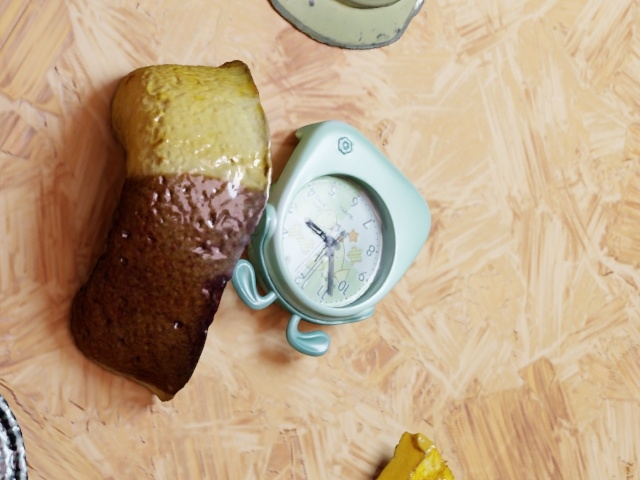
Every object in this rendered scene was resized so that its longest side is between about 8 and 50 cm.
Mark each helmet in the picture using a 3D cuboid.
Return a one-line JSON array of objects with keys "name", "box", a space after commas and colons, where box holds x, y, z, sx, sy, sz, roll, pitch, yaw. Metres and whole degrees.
[{"name": "helmet", "box": [0.064, -0.303, 1.679, 0.204, 0.137, 0.257, 11, 81, -32]}]

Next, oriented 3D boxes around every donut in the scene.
[{"name": "donut", "box": [-0.119, -0.022, 1.542, 0.112, 0.151, 0.295, 11, 81, -22]}]

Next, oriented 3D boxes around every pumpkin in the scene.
[{"name": "pumpkin", "box": [0.081, 0.220, 1.708, 0.074, 0.054, 0.083, -54, 135, -20]}]

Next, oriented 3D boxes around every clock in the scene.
[{"name": "clock", "box": [0.001, 0.000, 1.665, 0.148, 0.060, 0.188, 46, 65, -23]}]

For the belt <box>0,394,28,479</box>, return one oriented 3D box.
[{"name": "belt", "box": [-0.346, 0.181, 1.374, 0.257, 0.150, 0.207, -22, 90, -33]}]
